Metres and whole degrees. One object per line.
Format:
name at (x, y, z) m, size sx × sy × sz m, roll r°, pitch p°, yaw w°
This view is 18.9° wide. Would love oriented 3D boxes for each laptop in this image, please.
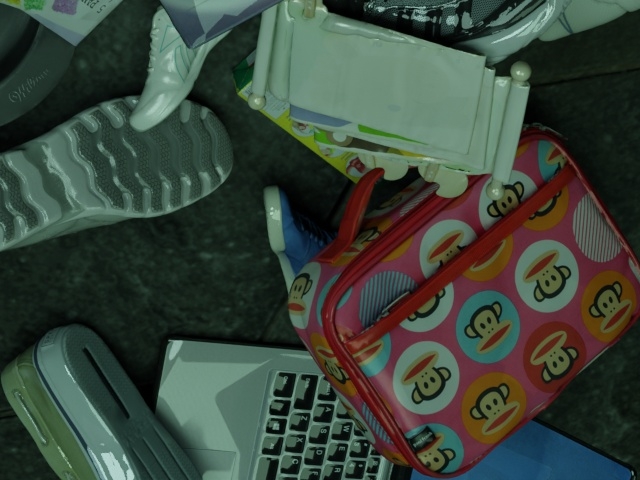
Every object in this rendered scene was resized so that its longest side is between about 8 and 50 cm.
laptop at (0.033, 0.323, 1.848) m, size 0.408 × 0.236 × 0.382 m, roll 6°, pitch 108°, yaw -16°

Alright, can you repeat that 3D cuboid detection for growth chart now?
growth chart at (0.052, -0.115, 1.528) m, size 0.237 × 0.021 × 0.172 m, roll 19°, pitch 139°, yaw 0°

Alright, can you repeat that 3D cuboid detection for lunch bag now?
lunch bag at (0.123, 0.036, 1.706) m, size 0.293 × 0.120 × 0.258 m, roll -39°, pitch 109°, yaw -16°

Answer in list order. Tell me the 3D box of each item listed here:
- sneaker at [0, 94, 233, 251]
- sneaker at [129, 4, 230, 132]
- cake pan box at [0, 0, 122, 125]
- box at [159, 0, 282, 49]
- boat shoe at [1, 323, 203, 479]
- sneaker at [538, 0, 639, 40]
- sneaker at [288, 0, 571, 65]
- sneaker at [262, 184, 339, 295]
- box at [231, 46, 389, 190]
sneaker at (-0.214, -0.057, 1.655) m, size 0.281 × 0.115 × 0.105 m, roll -14°, pitch 93°, yaw -17°
sneaker at (-0.121, -0.160, 1.596) m, size 0.061 × 0.054 × 0.152 m, roll 33°, pitch 91°, yaw -17°
cake pan box at (-0.322, -0.198, 1.525) m, size 0.246 × 0.070 × 0.267 m, roll -39°, pitch 126°, yaw 22°
box at (-0.035, -0.342, 1.344) m, size 0.296 × 0.183 × 0.294 m, roll -28°, pitch 111°, yaw 12°
boat shoe at (-0.191, 0.220, 1.820) m, size 0.094 × 0.109 × 0.302 m, roll -27°, pitch 95°, yaw 31°
sneaker at (0.164, -0.263, 1.556) m, size 0.129 × 0.111 × 0.297 m, roll -31°, pitch 127°, yaw 20°
sneaker at (0.073, -0.203, 1.512) m, size 0.269 × 0.101 × 0.153 m, roll -26°, pitch 123°, yaw 32°
sneaker at (0.000, -0.001, 1.756) m, size 0.085 × 0.058 × 0.152 m, roll -12°, pitch 134°, yaw 5°
box at (0.023, -0.123, 1.676) m, size 0.105 × 0.043 × 0.179 m, roll -41°, pitch 123°, yaw 19°
